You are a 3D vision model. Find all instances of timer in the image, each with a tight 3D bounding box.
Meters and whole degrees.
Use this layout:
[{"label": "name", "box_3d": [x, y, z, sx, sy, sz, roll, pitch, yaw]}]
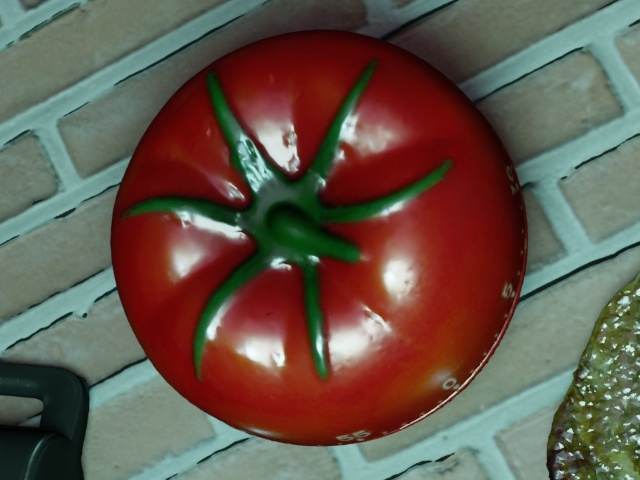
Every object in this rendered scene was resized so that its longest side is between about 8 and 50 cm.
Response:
[{"label": "timer", "box_3d": [0.000, 0.000, 1.340, 0.378, 0.279, 0.378, -3, 79, 15]}]

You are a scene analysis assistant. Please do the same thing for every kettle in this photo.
[{"label": "kettle", "box_3d": [-0.394, 0.259, 1.449, 0.308, 0.262, 0.203, -1, 113, 10]}]

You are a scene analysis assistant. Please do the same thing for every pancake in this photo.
[{"label": "pancake", "box_3d": [0.382, 0.175, 1.323, 0.356, 0.065, 0.356, -3, 76, 14]}]
